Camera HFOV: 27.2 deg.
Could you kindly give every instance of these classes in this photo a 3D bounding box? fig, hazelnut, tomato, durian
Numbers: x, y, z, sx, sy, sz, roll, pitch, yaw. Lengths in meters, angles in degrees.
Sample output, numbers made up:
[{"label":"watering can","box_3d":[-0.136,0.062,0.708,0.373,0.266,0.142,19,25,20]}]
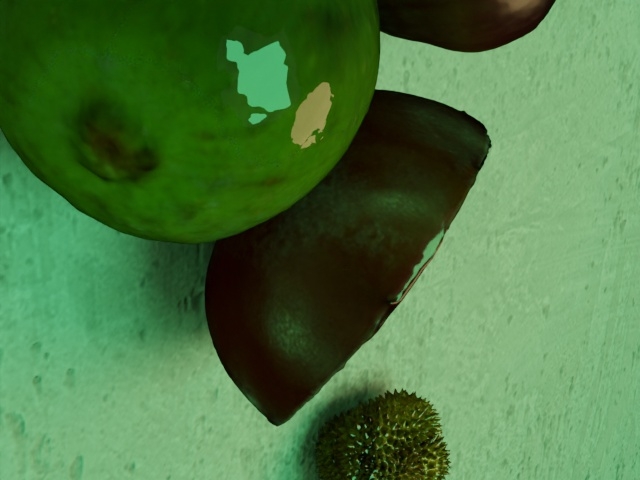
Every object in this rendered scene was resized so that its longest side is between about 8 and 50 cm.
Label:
[{"label":"fig","box_3d":[-0.074,-0.147,0.940,0.326,0.258,0.258,-47,142,-48]},{"label":"hazelnut","box_3d":[0.106,-0.257,1.140,0.217,0.217,0.251,-65,167,0]},{"label":"tomato","box_3d":[-0.006,-0.011,1.112,0.338,0.144,0.338,-54,-174,8]},{"label":"durian","box_3d":[0.065,0.243,1.423,0.168,0.137,0.158,-10,97,-57]}]
